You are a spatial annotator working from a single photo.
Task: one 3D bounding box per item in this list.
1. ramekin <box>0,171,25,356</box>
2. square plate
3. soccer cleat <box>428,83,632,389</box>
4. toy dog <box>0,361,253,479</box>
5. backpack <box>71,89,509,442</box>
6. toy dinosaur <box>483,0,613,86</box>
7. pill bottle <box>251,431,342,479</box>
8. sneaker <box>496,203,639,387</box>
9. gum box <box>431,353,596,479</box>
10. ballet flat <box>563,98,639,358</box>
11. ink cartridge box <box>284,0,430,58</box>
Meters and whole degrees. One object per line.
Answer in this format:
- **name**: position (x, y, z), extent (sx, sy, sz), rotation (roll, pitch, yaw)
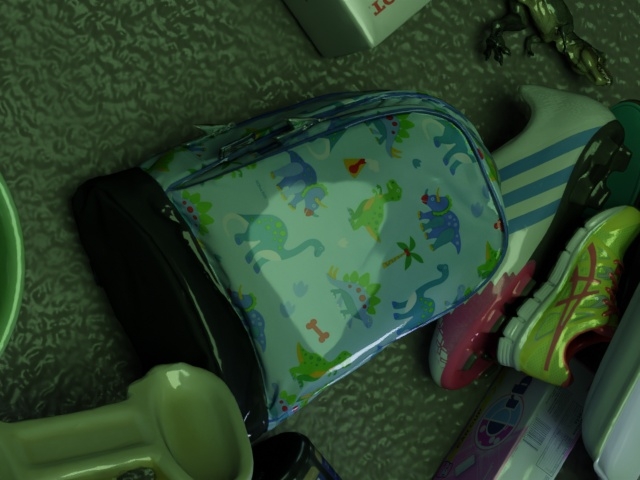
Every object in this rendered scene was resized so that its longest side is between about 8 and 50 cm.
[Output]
- **ramekin**: position (-0.413, 0.019, 1.314), extent (0.303, 0.148, 0.303), rotation (-1, 92, -25)
- **square plate**: position (0.351, 0.098, 1.613), extent (0.049, 0.344, 0.347), rotation (24, 79, 20)
- **soccer cleat**: position (0.186, -0.008, 1.619), extent (0.331, 0.143, 0.116), rotation (-59, 153, 6)
- **toy dog**: position (-0.171, 0.364, 1.323), extent (0.284, 0.395, 0.408), rotation (-17, 134, -32)
- **backpack**: position (0.000, 0.000, 1.467), extent (0.355, 0.273, 0.290), rotation (-26, 95, -34)
- **toy dinosaur**: position (0.208, -0.259, 1.637), extent (0.118, 0.064, 0.268), rotation (-39, 106, -34)
- **pill bottle**: position (0.000, 0.302, 1.523), extent (0.123, 0.123, 0.219), rotation (-43, 107, -17)
- **sneaker**: position (0.270, 0.059, 1.567), extent (0.208, 0.094, 0.081), rotation (-54, 153, -4)
- **gum box**: position (0.207, 0.196, 1.622), extent (0.062, 0.107, 0.188), rotation (39, 76, -20)
- **ballet flat**: position (0.304, -0.011, 1.673), extent (0.096, 0.095, 0.280), rotation (12, 98, -52)
- **ink cartridge box**: position (0.023, -0.349, 1.518), extent (0.207, 0.117, 0.283), rotation (-41, 107, -18)
